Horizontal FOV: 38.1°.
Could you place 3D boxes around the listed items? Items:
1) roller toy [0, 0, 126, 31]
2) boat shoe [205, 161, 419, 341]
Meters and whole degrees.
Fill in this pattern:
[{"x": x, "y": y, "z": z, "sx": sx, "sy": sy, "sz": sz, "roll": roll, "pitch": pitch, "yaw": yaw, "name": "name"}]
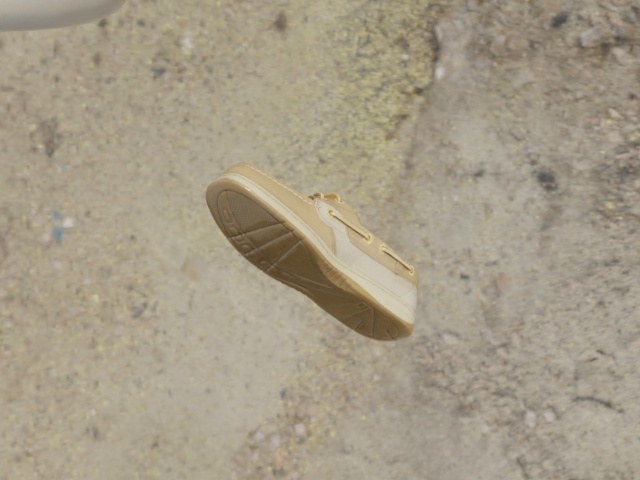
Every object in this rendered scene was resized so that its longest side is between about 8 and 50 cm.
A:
[{"x": -0.195, "y": -0.198, "z": 0.495, "sx": 0.209, "sy": 0.191, "sz": 0.146, "roll": 14, "pitch": 114, "yaw": 20, "name": "roller toy"}, {"x": 0.000, "y": 0.000, "z": 0.601, "sx": 0.063, "sy": 0.170, "sz": 0.059, "roll": -19, "pitch": 39, "yaw": 46, "name": "boat shoe"}]
